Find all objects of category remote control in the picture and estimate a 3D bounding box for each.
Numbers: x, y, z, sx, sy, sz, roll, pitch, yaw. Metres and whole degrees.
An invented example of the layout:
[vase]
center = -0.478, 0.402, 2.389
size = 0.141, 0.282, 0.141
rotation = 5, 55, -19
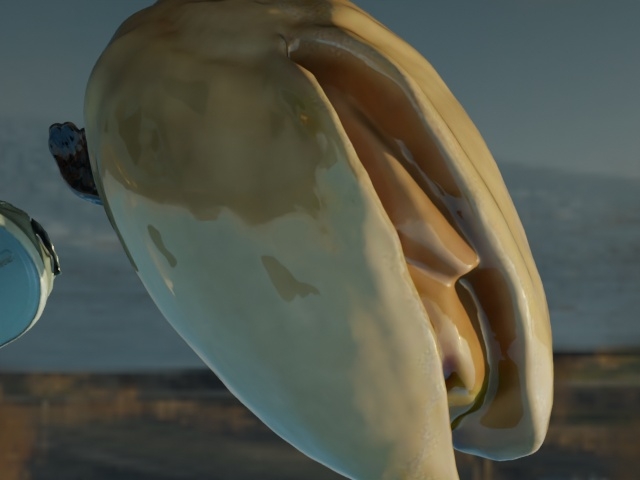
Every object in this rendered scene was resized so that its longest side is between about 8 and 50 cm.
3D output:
[remote control]
center = -0.279, 0.049, 1.222
size = 0.247, 0.104, 0.052
rotation = -27, -162, 24

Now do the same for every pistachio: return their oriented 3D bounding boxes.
[pistachio]
center = 0.000, 0.000, 0.994
size = 0.193, 0.318, 0.214
rotation = -29, 178, -27

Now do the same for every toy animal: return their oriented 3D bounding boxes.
[toy animal]
center = -0.109, -0.040, 1.611
size = 0.160, 0.197, 0.272
rotation = -16, -178, -22
